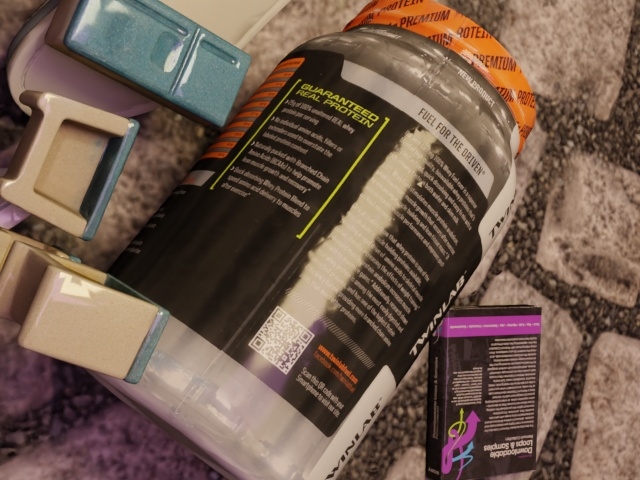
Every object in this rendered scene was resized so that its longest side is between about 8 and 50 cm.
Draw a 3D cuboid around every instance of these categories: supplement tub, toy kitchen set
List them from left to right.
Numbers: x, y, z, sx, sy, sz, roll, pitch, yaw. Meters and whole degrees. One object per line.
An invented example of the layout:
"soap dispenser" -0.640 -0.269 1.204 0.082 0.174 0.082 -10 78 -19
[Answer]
"toy kitchen set" -0.101 -0.039 0.496 0.122 0.166 0.207 24 87 -38
"supplement tub" 0.000 0.000 0.609 0.207 0.207 0.338 45 71 -23

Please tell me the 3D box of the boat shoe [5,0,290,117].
"boat shoe" -0.096 -0.200 0.627 0.319 0.099 0.116 -38 146 -12

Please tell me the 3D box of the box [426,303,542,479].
"box" 0.154 0.142 0.804 0.116 0.029 0.162 2 89 -29

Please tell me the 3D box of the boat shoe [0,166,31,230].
"boat shoe" -0.248 -0.021 0.554 0.184 0.066 0.063 -30 107 -16
